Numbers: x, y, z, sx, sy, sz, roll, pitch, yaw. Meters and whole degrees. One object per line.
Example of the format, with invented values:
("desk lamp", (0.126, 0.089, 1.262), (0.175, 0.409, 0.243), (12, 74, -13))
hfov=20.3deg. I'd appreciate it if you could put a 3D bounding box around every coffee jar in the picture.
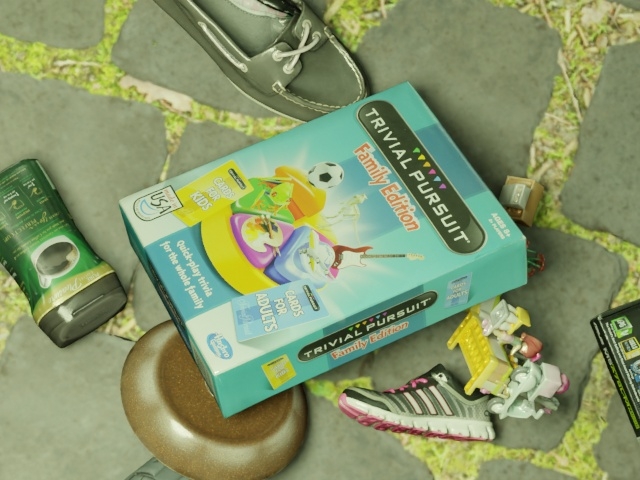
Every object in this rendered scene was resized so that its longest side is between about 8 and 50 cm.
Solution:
("coffee jar", (-0.280, 0.014, 1.819), (0.096, 0.079, 0.184), (-33, 83, -16))

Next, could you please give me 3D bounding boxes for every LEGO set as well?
("LEGO set", (0.213, 0.077, 1.865), (0.107, 0.132, 0.287), (25, 46, -23))

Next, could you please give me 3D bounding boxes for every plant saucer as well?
("plant saucer", (-0.101, 0.151, 1.793), (0.199, 0.036, 0.198), (12, 52, -15))

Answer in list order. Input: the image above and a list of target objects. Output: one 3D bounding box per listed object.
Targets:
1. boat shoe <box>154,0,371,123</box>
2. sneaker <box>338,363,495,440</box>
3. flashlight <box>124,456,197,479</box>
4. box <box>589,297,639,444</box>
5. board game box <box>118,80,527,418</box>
("boat shoe", (-0.083, -0.240, 1.892), (0.335, 0.095, 0.112), (39, 76, 2))
("sneaker", (0.102, 0.162, 1.849), (0.170, 0.063, 0.074), (10, 77, -11))
("flashlight", (-0.215, 0.299, 1.682), (0.103, 0.103, 0.304), (45, 44, 3))
("box", (0.407, 0.138, 1.903), (0.184, 0.045, 0.190), (-19, 82, -9))
("board game box", (0.000, 0.000, 1.802), (0.336, 0.079, 0.253), (-24, 52, -12))
